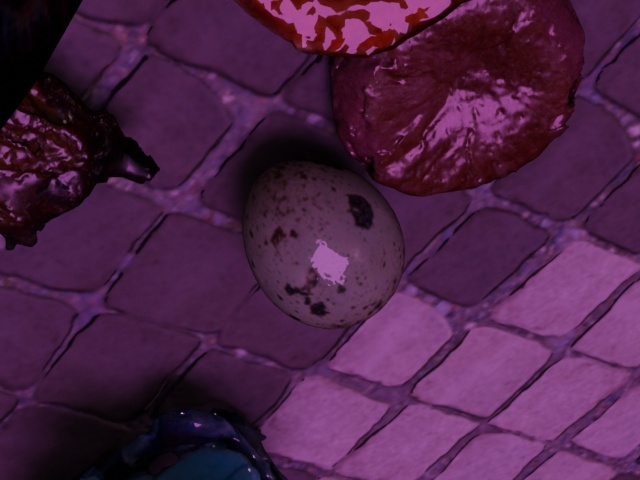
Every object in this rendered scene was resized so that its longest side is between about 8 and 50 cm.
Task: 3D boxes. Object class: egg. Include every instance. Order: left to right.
[{"bbox_3d":[0.000,0.000,0.833,0.085,0.085,0.110,-32,125,9],"label":"egg"}]

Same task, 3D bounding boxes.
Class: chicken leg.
[{"bbox_3d":[-0.187,-0.051,0.714,0.234,0.063,0.105,17,120,-34],"label":"chicken leg"}]

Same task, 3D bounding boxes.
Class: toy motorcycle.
[{"bbox_3d":[-0.113,0.217,0.974,0.206,0.154,0.260,-16,151,-44],"label":"toy motorcycle"}]

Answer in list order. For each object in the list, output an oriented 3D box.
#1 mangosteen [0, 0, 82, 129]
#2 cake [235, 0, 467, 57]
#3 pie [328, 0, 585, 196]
[{"bbox_3d":[-0.210,-0.141,0.468,0.300,0.300,0.300,-13,137,-12],"label":"mangosteen"},{"bbox_3d":[0.056,-0.210,0.594,0.283,0.151,0.177,-30,120,12],"label":"cake"},{"bbox_3d":[0.074,-0.086,0.811,0.153,0.038,0.153,-12,135,-12],"label":"pie"}]
